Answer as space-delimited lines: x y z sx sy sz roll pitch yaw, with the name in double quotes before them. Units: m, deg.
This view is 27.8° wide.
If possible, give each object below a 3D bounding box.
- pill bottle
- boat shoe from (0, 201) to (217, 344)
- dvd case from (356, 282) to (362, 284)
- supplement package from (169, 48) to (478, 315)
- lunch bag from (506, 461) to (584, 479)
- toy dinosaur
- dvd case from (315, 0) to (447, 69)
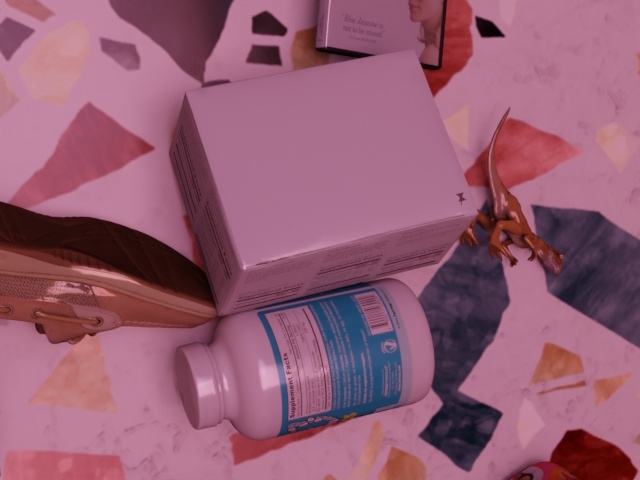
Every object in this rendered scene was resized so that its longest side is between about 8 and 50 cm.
"pill bottle" -0.020 0.133 1.416 0.264 0.146 0.146 -11 97 -18
"boat shoe" -0.263 0.044 1.342 0.341 0.121 0.110 17 114 -30
"dvd case" 0.000 0.000 1.484 0.119 0.013 0.087 12 89 -21
"supplement package" -0.003 -0.063 1.372 0.262 0.145 0.204 -13 71 -19
"lunch bag" 0.245 0.440 1.551 0.293 0.120 0.258 -36 108 -13
"toy dinosaur" 0.217 -0.038 1.544 0.112 0.064 0.211 -44 116 -31
"dvd case" 0.078 -0.328 1.456 0.180 0.022 0.253 3 93 -39
